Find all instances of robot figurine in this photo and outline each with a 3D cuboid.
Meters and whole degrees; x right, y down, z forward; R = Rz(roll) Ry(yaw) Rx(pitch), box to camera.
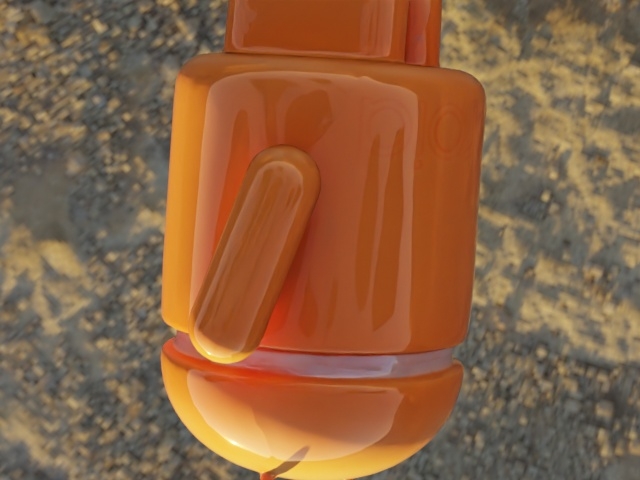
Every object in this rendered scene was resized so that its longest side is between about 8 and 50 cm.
[{"bbox_3d":[-0.001,0.000,0.602,0.128,0.158,0.219,2,96,-17],"label":"robot figurine"}]
